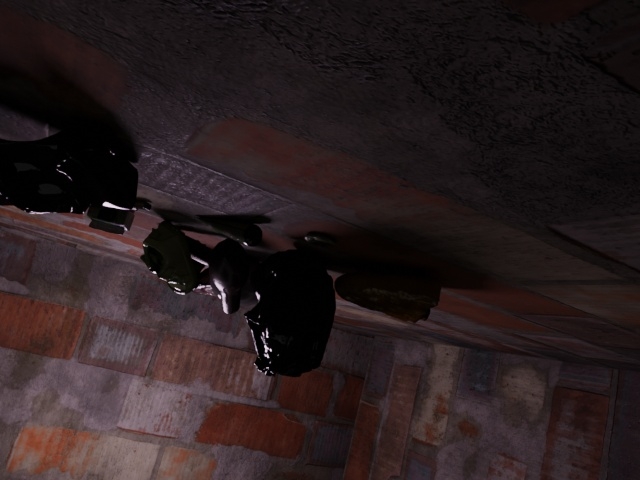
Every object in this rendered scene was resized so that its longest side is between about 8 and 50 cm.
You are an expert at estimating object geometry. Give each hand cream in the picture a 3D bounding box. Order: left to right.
[{"bbox_3d":[-0.230,-0.026,1.423,0.235,0.055,0.086,13,168,44],"label":"hand cream"}]

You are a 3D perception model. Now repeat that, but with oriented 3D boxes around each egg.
[{"bbox_3d":[-0.273,0.143,1.942,0.232,0.176,0.176,-3,161,28],"label":"egg"}]

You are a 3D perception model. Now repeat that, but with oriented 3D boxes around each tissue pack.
[{"bbox_3d":[-0.616,-0.063,1.627,0.111,0.079,0.085,16,167,-4],"label":"tissue pack"}]

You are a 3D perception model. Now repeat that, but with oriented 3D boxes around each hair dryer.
[{"bbox_3d":[-0.382,0.067,1.767,0.340,0.123,0.312,28,141,11],"label":"hair dryer"}]

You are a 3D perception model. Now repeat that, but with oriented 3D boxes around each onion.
[{"bbox_3d":[-0.362,0.162,2.183,0.314,0.146,0.280,12,167,-28],"label":"onion"}]

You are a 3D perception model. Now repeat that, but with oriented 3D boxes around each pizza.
[{"bbox_3d":[0.197,0.145,1.544,0.278,0.114,0.409,22,167,-27],"label":"pizza"}]

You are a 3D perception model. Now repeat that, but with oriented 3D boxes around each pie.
[{"bbox_3d":[0.000,0.000,1.338,0.085,0.017,0.085,13,168,3],"label":"pie"}]

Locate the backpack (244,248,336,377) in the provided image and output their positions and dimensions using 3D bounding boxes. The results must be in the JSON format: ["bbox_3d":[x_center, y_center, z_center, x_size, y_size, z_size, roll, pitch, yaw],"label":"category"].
[{"bbox_3d":[-0.087,0.201,1.631,0.255,0.363,0.445,11,152,4],"label":"backpack"}]

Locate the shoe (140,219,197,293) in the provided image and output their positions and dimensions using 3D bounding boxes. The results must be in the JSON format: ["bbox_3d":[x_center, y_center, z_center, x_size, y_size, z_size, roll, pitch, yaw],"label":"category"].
[{"bbox_3d":[-0.465,0.056,1.684,0.128,0.262,0.140,-23,-135,-32],"label":"shoe"}]

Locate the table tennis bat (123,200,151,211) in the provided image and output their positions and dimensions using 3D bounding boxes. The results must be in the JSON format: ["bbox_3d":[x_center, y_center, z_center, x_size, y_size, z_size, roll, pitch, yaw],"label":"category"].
[{"bbox_3d":[-0.543,-0.104,1.499,0.220,0.019,0.130,9,166,31],"label":"table tennis bat"}]

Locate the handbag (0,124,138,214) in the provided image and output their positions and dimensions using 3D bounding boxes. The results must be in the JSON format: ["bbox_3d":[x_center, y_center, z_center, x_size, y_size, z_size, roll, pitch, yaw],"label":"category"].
[{"bbox_3d":[-0.490,-0.127,0.991,0.285,0.113,0.257,1,166,-7],"label":"handbag"}]

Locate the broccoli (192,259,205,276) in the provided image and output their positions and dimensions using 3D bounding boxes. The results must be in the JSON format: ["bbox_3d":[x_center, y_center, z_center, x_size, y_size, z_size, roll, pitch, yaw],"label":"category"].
[{"bbox_3d":[-0.490,0.087,2.049,0.162,0.138,0.146,-15,160,-35],"label":"broccoli"}]
